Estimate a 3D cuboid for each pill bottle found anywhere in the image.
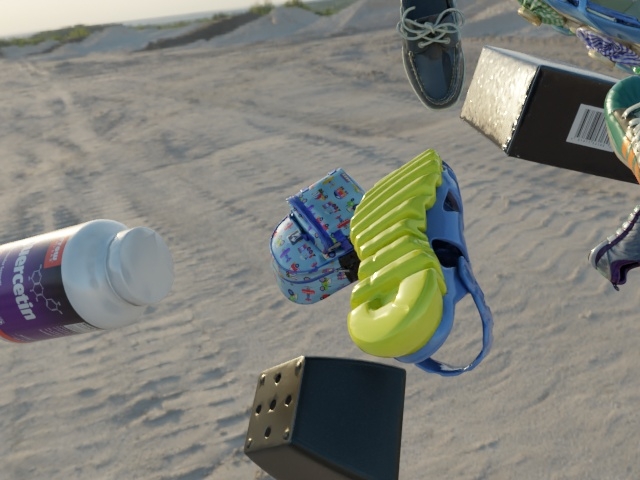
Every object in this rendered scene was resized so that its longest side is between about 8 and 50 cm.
[{"bbox_3d":[-0.412,0.068,1.030,0.323,0.181,0.181,-12,17,26],"label":"pill bottle"}]

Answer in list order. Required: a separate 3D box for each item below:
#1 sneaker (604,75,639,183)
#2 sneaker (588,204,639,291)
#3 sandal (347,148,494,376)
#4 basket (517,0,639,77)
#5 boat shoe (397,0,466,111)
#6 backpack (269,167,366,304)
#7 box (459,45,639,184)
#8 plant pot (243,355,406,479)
[{"bbox_3d":[0.452,-0.109,0.782,0.108,0.121,0.302,-24,60,19],"label":"sneaker"},{"bbox_3d":[0.643,-0.001,1.208,0.083,0.223,0.098,11,38,-35],"label":"sneaker"},{"bbox_3d":[0.110,0.023,0.652,0.126,0.138,0.317,-33,27,33],"label":"sandal"},{"bbox_3d":[0.234,-0.246,0.426,0.201,0.289,0.255,-45,58,2],"label":"basket"},{"bbox_3d":[0.160,-0.317,0.889,0.095,0.254,0.079,-3,-1,13],"label":"boat shoe"},{"bbox_3d":[0.000,0.000,0.885,0.173,0.117,0.158,-30,47,-1],"label":"backpack"},{"bbox_3d":[0.485,-0.267,1.252,0.296,0.182,0.294,10,22,-11],"label":"box"},{"bbox_3d":[-0.002,0.266,0.905,0.187,0.167,0.188,-30,39,46],"label":"plant pot"}]
